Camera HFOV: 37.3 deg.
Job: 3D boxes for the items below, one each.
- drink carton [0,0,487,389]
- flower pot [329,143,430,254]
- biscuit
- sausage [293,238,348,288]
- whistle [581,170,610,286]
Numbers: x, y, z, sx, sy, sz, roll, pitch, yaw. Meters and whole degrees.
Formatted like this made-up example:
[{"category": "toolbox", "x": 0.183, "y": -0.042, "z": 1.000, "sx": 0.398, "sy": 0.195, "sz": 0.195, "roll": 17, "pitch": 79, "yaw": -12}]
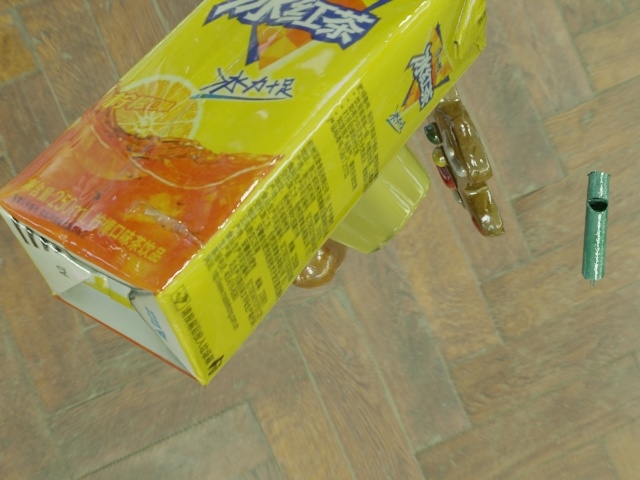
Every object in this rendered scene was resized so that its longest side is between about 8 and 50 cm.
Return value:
[{"category": "drink carton", "x": -0.035, "y": -0.086, "z": 0.657, "sx": 0.155, "sy": 0.111, "sz": 0.351, "roll": 26, "pitch": 60, "yaw": 26}, {"category": "flower pot", "x": 0.036, "y": -0.085, "z": 1.234, "sx": 0.179, "sy": 0.195, "sz": 0.195, "roll": 39, "pitch": 85, "yaw": -8}, {"category": "biscuit", "x": 0.210, "y": -0.133, "z": 1.501, "sx": 0.064, "sy": 0.432, "sz": 0.283, "roll": -22, "pitch": 72, "yaw": 5}, {"category": "sausage", "x": -0.002, "y": 0.001, "z": 1.719, "sx": 0.109, "sy": 0.270, "sz": 0.108, "roll": 4, "pitch": 120, "yaw": 7}, {"category": "whistle", "x": 0.442, "y": -0.019, "z": 1.523, "sx": 0.039, "sy": 0.039, "sz": 0.186, "roll": 11, "pitch": 73, "yaw": -5}]
